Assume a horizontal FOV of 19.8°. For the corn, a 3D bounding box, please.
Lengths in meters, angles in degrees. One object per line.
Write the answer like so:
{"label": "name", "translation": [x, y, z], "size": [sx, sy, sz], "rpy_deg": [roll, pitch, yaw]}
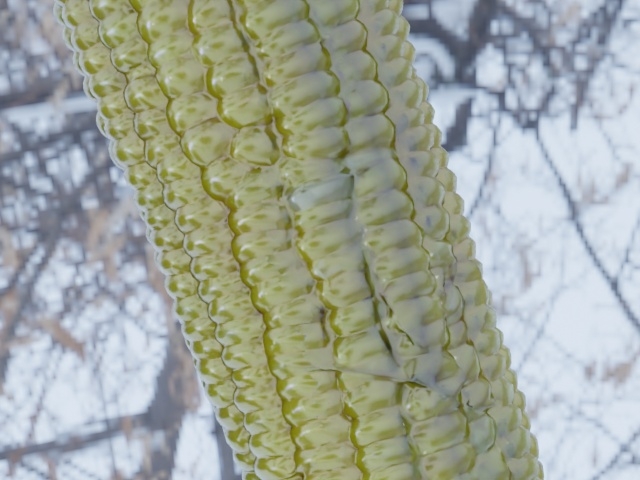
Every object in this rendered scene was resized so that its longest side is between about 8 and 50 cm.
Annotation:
{"label": "corn", "translation": [0.000, 0.000, 0.441], "size": [0.080, 0.231, 0.080], "rpy_deg": [-21, -178, 1]}
